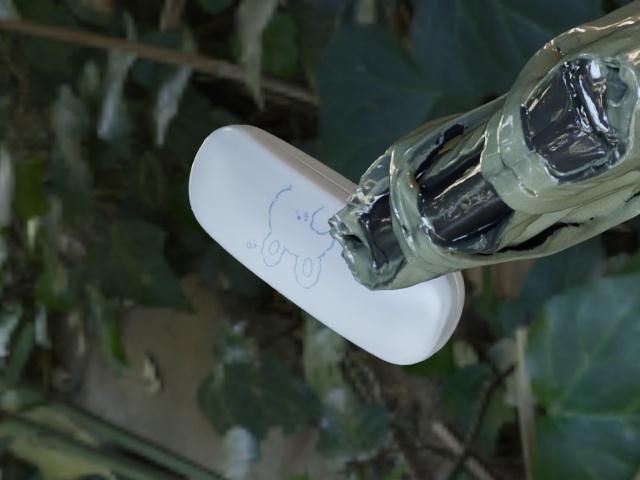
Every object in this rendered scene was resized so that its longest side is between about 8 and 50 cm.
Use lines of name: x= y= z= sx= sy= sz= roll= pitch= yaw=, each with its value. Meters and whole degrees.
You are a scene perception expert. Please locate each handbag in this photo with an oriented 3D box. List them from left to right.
handbag: x=0.160 y=-0.066 z=0.819 sx=0.316 sy=0.253 sz=0.109 roll=-32 pitch=81 yaw=59

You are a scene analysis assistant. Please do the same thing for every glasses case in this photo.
glasses case: x=0.000 y=0.000 z=1.043 sx=0.233 sy=0.059 sz=0.092 roll=36 pitch=121 yaw=25
